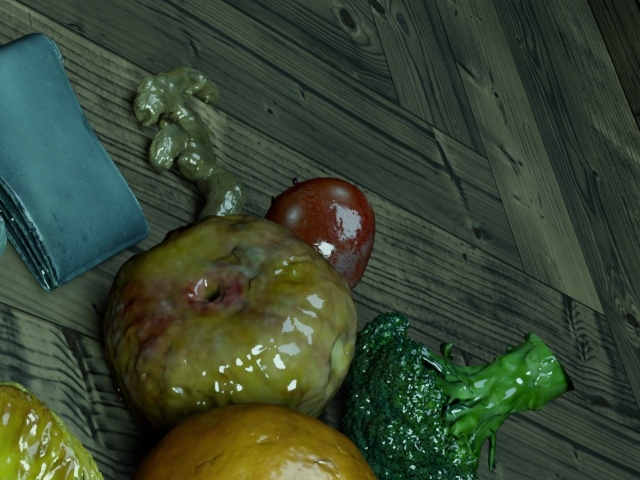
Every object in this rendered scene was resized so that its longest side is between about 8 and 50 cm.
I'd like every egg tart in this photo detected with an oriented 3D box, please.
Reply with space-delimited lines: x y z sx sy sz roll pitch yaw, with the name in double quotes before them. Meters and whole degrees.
"egg tart" -0.303 0.265 1.663 0.295 0.116 0.294 42 31 -34

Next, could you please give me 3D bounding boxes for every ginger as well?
"ginger" -0.173 -0.115 2.364 0.149 0.065 0.258 10 56 -38

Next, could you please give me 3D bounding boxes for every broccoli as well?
"broccoli" 0.159 0.206 2.298 0.297 0.297 0.297 57 -3 5

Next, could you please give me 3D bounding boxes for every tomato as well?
"tomato" 0.000 0.000 2.404 0.167 0.167 0.167 39 31 -29

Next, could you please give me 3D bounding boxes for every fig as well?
"fig" -0.085 0.161 2.073 0.286 0.286 0.368 -93 170 -46

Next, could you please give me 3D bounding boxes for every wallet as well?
"wallet" -0.323 -0.098 2.103 0.290 0.054 0.251 56 29 -2

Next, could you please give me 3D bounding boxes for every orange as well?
"orange" -0.067 0.306 1.835 0.284 0.284 0.226 50 -15 -10

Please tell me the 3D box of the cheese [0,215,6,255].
"cheese" -0.365 0.001 1.951 0.067 0.026 0.120 35 38 -33
